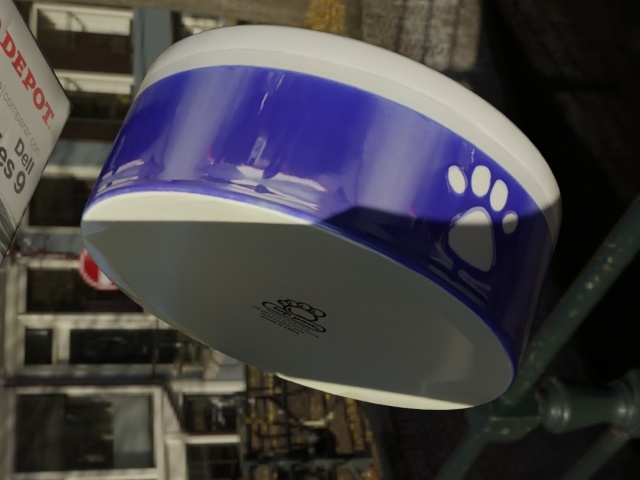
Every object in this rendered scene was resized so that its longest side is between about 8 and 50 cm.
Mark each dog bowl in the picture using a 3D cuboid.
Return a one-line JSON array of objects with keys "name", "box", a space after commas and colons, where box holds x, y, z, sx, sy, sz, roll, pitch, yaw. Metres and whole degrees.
[{"name": "dog bowl", "box": [0.000, 0.000, 0.564, 0.265, 0.265, 0.104, 128, 163, -65]}]

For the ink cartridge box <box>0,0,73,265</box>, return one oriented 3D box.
[{"name": "ink cartridge box", "box": [-0.271, -0.040, 0.528, 0.211, 0.121, 0.289, 74, -155, -55]}]
